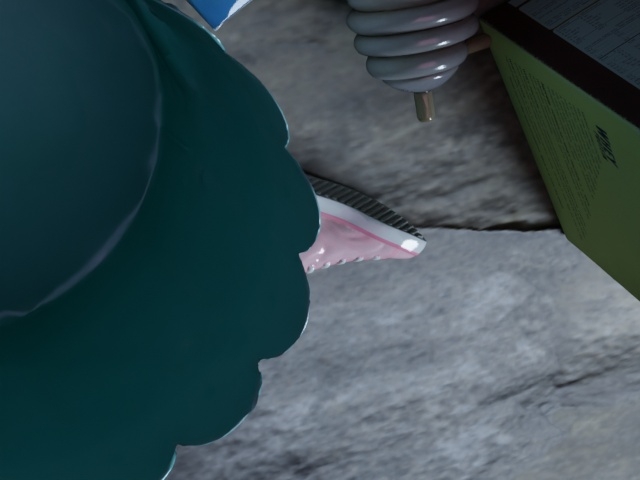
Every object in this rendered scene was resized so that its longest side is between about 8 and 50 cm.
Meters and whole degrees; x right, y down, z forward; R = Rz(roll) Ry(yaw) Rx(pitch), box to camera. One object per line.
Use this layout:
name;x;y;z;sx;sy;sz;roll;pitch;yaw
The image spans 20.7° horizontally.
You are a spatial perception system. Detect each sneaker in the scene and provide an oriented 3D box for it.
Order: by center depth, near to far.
sneaker;0.000;0.000;1.142;0.134;0.051;0.070;19;107;-28

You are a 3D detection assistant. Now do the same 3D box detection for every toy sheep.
toy sheep;0.059;-0.138;1.078;0.091;0.091;0.132;-17;102;-17

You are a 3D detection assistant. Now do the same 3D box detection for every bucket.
bucket;-0.159;-0.019;0.857;0.281;0.183;0.281;-10;116;-21

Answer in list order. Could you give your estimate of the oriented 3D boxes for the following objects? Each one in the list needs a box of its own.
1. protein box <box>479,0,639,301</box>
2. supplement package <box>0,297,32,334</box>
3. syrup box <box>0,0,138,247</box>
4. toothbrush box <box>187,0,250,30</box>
protein box;0.233;-0.065;1.124;0.136;0.201;0.200;-32;124;-7
supplement package;-0.221;0.060;1.035;0.179;0.105;0.105;36;96;-34
syrup box;-0.181;-0.108;0.975;0.096;0.093;0.237;-22;122;-14
toothbrush box;-0.073;-0.297;0.909;0.216;0.126;0.295;-40;125;0
